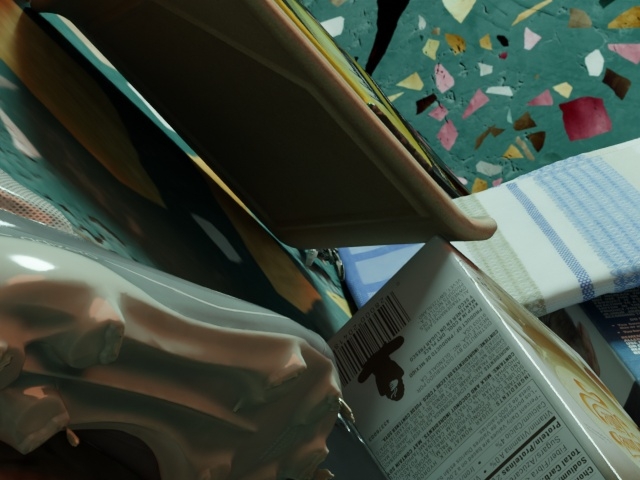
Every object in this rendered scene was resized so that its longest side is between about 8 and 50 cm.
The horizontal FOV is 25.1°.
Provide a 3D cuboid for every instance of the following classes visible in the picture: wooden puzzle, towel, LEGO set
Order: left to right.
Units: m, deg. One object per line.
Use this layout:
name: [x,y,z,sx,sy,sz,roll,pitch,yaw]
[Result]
wooden puzzle: [-0.034,-0.078,0.788,0.238,0.044,0.221,42,-18,-18]
LEGO set: [-0.002,-0.002,0.957,0.054,0.023,0.083,42,10,-27]
towel: [0.156,0.000,0.952,0.209,0.285,0.034,-112,-175,-69]

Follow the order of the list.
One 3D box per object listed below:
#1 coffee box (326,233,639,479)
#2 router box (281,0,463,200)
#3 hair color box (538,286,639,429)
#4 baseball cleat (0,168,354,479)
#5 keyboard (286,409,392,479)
coffee box: [0.108,0.125,0.676,0.141,0.098,0.246,37,13,-36]
router box: [-0.008,-0.145,1.365,0.243,0.081,0.309,41,10,-31]
hair color box: [0.223,0.144,0.866,0.347,0.105,0.174,-110,-163,-68]
baseball cleat: [-0.064,0.021,0.426,0.109,0.072,0.206,44,3,29]
keyboard: [0.026,0.123,0.561,0.108,0.023,0.180,26,23,-49]
